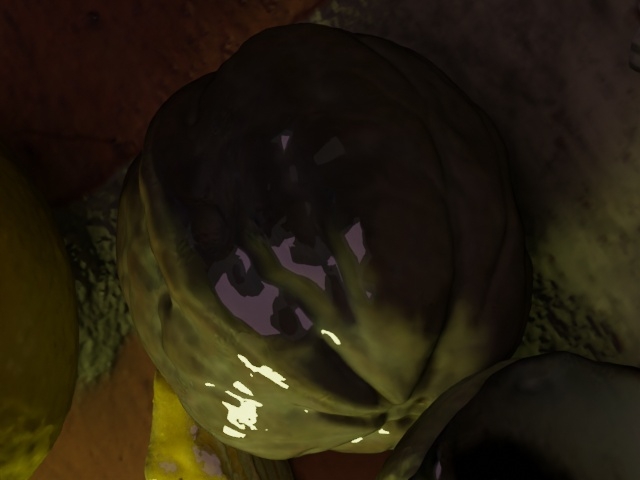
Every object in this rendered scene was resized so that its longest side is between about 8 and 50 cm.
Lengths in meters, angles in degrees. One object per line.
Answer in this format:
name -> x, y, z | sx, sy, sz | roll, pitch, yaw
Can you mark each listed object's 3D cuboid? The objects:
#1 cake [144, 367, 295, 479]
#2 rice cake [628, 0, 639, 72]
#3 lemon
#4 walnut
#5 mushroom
cake -> -0.038, 0.142, 1.068 | 0.116, 0.080, 0.185 | 12, 87, 26
rice cake -> 0.265, -0.077, 0.965 | 0.256, 0.052, 0.057 | 20, 91, 23
lemon -> -0.254, 0.037, 1.077 | 0.267, 0.267, 0.267 | -2, 85, 23
walnut -> 0.000, 0.000, 1.000 | 0.224, 0.224, 0.224 | -2, 85, 23
mushroom -> 0.108, 0.187, 0.950 | 0.267, 0.189, 0.164 | 51, 141, -11
